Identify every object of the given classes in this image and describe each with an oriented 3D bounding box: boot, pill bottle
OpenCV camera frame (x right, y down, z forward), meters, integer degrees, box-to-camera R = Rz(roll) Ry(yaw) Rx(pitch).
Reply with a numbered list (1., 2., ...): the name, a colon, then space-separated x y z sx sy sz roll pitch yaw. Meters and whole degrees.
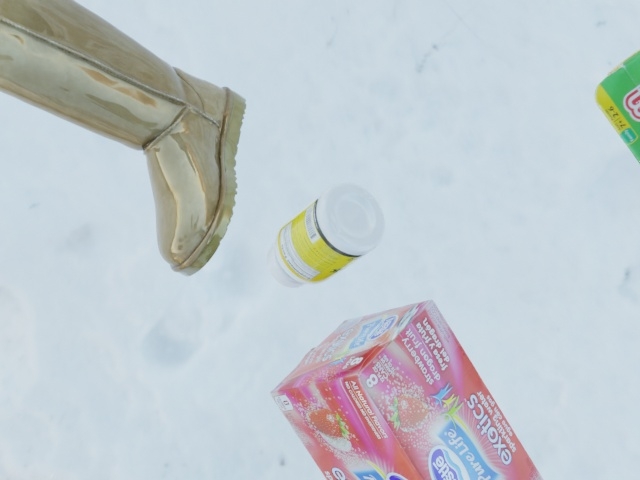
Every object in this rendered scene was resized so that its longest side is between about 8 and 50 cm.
1. boot: -0.210 -0.111 1.061 0.269 0.236 0.089 27 136 -28
2. pill bottle: 0.000 0.000 0.964 0.065 0.065 0.116 37 145 -13

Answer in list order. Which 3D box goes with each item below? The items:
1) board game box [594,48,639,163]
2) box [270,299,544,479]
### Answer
1. board game box: 0.287 -0.110 0.638 0.259 0.039 0.124 -36 90 -6
2. box: 0.091 0.196 1.007 0.128 0.122 0.257 -19 107 49
